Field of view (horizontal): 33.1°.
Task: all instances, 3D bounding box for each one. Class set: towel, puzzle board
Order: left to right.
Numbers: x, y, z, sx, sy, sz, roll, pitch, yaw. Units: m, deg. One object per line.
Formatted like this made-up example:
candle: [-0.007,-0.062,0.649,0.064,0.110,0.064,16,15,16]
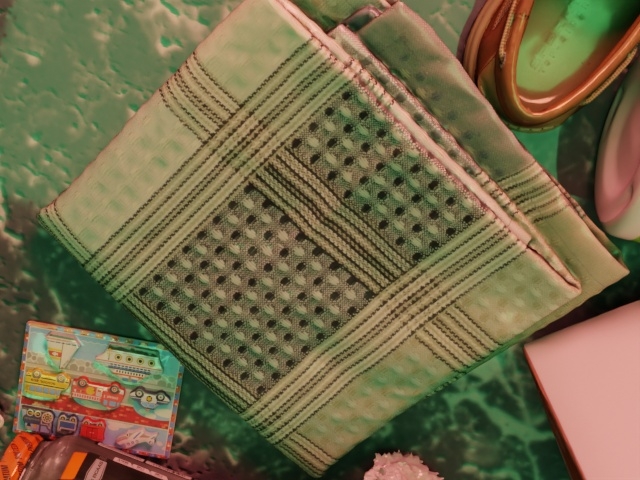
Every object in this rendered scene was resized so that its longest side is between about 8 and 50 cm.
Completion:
puzzle board: [-0.177,0.120,0.856,0.128,0.011,0.096,10,105,-3]
towel: [0.000,0.000,0.762,0.324,0.056,0.312,-39,102,25]

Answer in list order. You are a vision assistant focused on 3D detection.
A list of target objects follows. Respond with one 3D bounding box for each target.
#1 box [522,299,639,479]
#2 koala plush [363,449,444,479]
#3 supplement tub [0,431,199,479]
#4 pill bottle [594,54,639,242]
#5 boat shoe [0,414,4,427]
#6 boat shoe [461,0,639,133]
box: [0.290,0.231,0.748,0.168,0.215,0.345,-21,114,5]
koala plush: [0.038,0.266,0.793,0.203,0.221,0.196,6,107,22]
supplement tub: [-0.158,0.222,0.825,0.190,0.117,0.117,20,104,-1]
pill bottle: [0.329,-0.044,0.744,0.245,0.136,0.136,12,104,-2]
boat shoe: [-0.281,0.137,0.829,0.064,0.075,0.206,-2,100,4]
boat shoe: [0.209,-0.211,0.711,0.122,0.120,0.324,25,104,-6]
